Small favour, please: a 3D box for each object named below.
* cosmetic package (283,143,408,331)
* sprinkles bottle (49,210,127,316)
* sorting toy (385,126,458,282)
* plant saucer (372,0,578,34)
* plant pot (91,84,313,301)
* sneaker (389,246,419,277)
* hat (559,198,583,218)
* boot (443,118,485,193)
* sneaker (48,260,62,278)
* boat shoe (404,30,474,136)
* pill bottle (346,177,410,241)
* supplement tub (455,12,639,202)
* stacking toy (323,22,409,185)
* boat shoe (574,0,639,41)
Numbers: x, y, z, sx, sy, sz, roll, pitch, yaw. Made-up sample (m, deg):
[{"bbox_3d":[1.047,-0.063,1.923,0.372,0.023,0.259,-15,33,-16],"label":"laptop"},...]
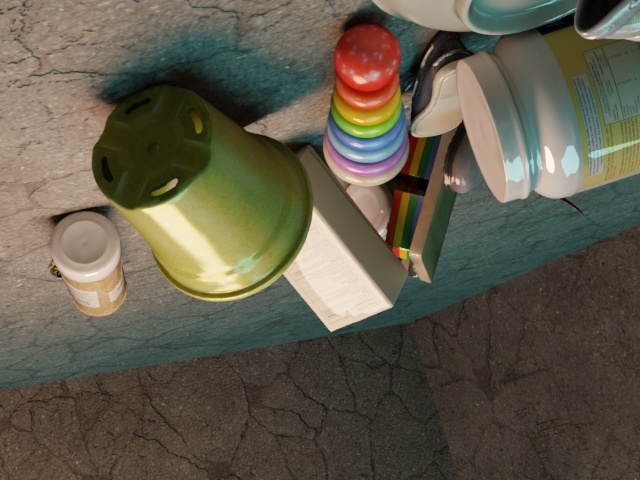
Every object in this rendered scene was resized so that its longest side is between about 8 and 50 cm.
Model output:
[{"bbox_3d":[0.000,0.000,1.581,0.160,0.309,0.113,-25,-159,37],"label":"cosmetic package"},{"bbox_3d":[-0.439,0.054,1.678,0.121,0.121,0.355,-13,166,-14],"label":"sprinkles bottle"},{"bbox_3d":[0.197,-0.071,1.683,0.089,0.256,0.257,14,170,14],"label":"sorting toy"},{"bbox_3d":[0.249,-0.335,1.006,0.400,0.101,0.400,-16,166,-4],"label":"plant saucer"},{"bbox_3d":[-0.178,-0.082,1.234,0.276,0.276,0.254,-19,154,12],"label":"plant pot"},{"bbox_3d":[0.172,0.007,2.021,0.107,0.100,0.271,4,-158,-17],"label":"sneaker"},{"bbox_3d":[0.459,-0.125,1.885,0.208,0.184,0.173,-16,166,-2],"label":"hat"},{"bbox_3d":[0.368,-0.160,1.371,0.338,0.222,0.118,-42,143,-22],"label":"boot"},{"bbox_3d":[-0.536,0.064,1.780,0.031,0.035,0.083,-10,165,-21],"label":"sneaker"},{"bbox_3d":[0.181,-0.236,1.353,0.095,0.079,0.254,-14,164,-3],"label":"boat shoe"},{"bbox_3d":[0.173,-0.067,1.882,0.245,0.136,0.136,-2,160,-46],"label":"pill bottle"},{"bbox_3d":[0.372,-0.196,1.175,0.331,0.241,0.241,-18,166,1],"label":"supplement tub"},{"bbox_3d":[0.072,-0.201,1.275,0.141,0.141,0.330,-15,162,-4],"label":"stacking toy"},{"bbox_3d":[0.345,-0.340,0.840,0.103,0.118,0.320,-13,138,-35],"label":"boat shoe"}]
